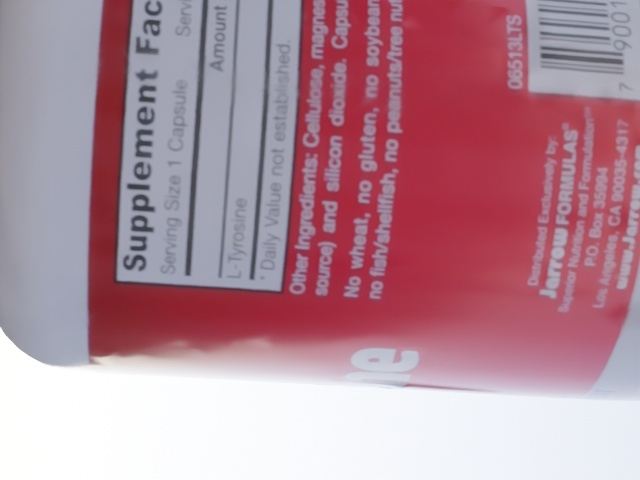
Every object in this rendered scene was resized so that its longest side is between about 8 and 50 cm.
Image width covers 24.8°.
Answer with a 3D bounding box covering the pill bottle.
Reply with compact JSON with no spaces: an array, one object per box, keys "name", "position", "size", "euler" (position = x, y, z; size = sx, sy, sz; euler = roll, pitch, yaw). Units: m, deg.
[{"name":"pill bottle","position":[-0.024,-0.046,0.689],"size":[0.229,0.408,0.229],"euler":[-176,-90,-85]}]
